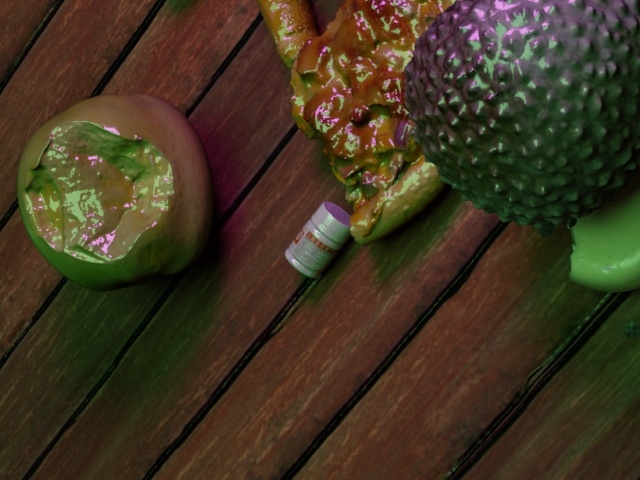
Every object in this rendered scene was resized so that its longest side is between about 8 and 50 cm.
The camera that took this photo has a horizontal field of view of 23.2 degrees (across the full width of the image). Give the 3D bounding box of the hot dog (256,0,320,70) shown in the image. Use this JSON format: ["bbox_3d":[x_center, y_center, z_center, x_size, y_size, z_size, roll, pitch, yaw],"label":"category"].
[{"bbox_3d":[-0.063,-0.354,2.111,0.068,0.083,0.289,-24,68,11],"label":"hot dog"}]

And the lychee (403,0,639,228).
[{"bbox_3d":[0.237,-0.161,1.662,0.300,0.300,0.300,-6,79,35],"label":"lychee"}]

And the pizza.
[{"bbox_3d":[0.085,-0.200,1.962,0.277,0.114,0.409,24,94,31],"label":"pizza"}]

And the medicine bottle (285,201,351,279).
[{"bbox_3d":[0.000,0.000,2.018,0.089,0.057,0.057,-52,57,17],"label":"medicine bottle"}]

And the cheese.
[{"bbox_3d":[0.371,-0.022,1.742,0.248,0.070,0.163,1,83,36],"label":"cheese"}]

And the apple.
[{"bbox_3d":[-0.276,-0.064,2.116,0.279,0.279,0.279,-6,79,35],"label":"apple"}]
